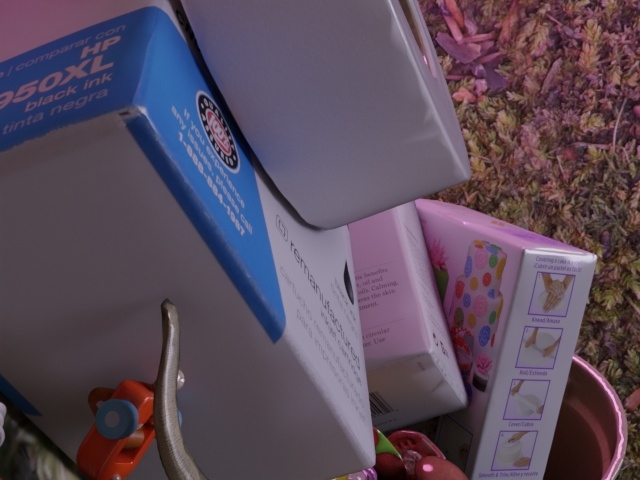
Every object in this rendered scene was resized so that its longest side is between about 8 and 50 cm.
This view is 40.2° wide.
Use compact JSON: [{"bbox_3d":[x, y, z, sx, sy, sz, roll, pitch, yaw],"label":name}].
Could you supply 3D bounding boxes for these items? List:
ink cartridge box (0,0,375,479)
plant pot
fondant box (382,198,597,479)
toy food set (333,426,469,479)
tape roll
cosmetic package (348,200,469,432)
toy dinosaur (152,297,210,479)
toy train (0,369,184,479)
[{"bbox_3d":[-0.100,-0.062,0.597,0.395,0.166,0.285,-95,161,-49],"label":"ink cartridge box"},{"bbox_3d":[0.240,0.351,1.188,0.334,0.333,0.306,-91,169,-54],"label":"plant pot"},{"bbox_3d":[0.142,0.140,0.918,0.238,0.096,0.331,-150,-113,-63],"label":"fondant box"},{"bbox_3d":[0.048,0.170,0.629,0.217,0.071,0.128,21,27,-32],"label":"toy food set"},{"bbox_3d":[0.001,-0.155,0.551,0.286,0.100,0.286,-20,90,-76],"label":"tape roll"},{"bbox_3d":[0.000,0.000,0.866,0.155,0.196,0.366,53,23,-54],"label":"cosmetic package"},{"bbox_3d":[-0.030,0.168,0.409,0.118,0.064,0.268,-137,-152,-64],"label":"toy dinosaur"},{"bbox_3d":[-0.134,0.100,0.390,0.046,0.125,0.166,32,3,22],"label":"toy train"}]
